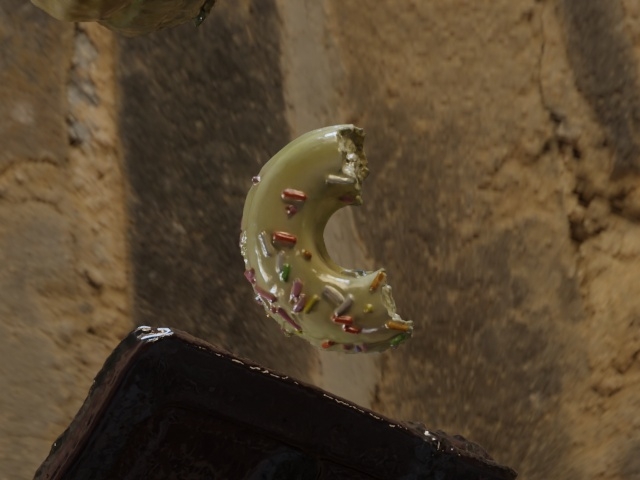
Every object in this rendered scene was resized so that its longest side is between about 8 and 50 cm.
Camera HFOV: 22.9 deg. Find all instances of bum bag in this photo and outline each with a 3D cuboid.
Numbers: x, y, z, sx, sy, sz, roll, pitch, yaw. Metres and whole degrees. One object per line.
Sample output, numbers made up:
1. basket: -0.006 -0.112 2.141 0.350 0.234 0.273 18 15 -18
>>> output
1. bum bag: -0.021 0.090 0.481 0.109 0.159 0.026 -57 -143 8

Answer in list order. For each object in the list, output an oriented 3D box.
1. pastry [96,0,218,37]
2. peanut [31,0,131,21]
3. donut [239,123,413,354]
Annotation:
1. pastry: -0.154 -0.318 1.196 0.136 0.330 0.330 -10 -103 -12
2. peanut: -0.124 -0.215 0.973 0.101 0.263 0.117 20 -108 -17
3. donut: -0.004 0.004 1.110 0.108 0.065 0.166 -13 -97 1
